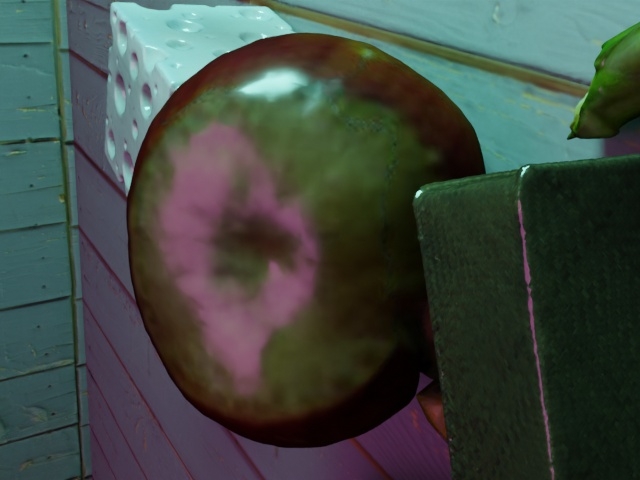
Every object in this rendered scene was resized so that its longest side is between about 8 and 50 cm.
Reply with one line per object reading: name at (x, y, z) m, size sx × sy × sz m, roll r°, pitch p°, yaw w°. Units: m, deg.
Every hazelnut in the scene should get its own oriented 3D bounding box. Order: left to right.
hazelnut at (0.000, 0.000, 0.729) m, size 0.359 × 0.359 × 0.410 m, roll 28°, pitch 124°, yaw 53°

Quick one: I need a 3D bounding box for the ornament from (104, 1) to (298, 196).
ornament at (-0.145, -0.167, 0.983) m, size 0.240 × 0.239 × 0.239 m, roll 51°, pitch 138°, yaw 40°

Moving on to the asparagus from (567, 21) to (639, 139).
asparagus at (0.279, -0.143, 0.456) m, size 0.085 × 0.082 × 0.343 m, roll 46°, pitch 153°, yaw -14°

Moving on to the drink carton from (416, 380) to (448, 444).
drink carton at (0.185, 0.206, 0.699) m, size 0.200 × 0.084 × 0.074 m, roll 43°, pitch 165°, yaw 45°

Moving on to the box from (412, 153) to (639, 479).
box at (0.195, 0.074, 0.530) m, size 0.143 × 0.184 × 0.273 m, roll 176°, pitch 86°, yaw -69°
